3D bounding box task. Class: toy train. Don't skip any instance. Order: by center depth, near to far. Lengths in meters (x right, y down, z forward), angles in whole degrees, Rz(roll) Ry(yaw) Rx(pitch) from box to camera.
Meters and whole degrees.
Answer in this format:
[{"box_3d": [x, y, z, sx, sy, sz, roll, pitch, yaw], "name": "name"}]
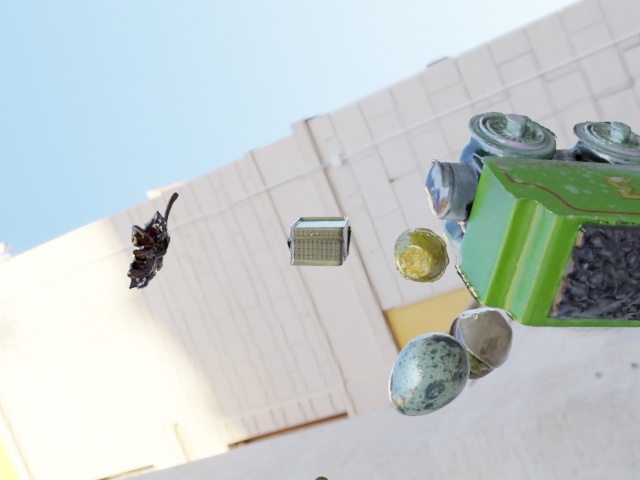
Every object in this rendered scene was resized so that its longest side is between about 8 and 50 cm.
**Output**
[{"box_3d": [0.274, -0.020, 0.995, 0.248, 0.308, 0.173, -112, 29, -55], "name": "toy train"}]

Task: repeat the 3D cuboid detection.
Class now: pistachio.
[{"box_3d": [0.343, 0.221, 2.015, 0.143, 0.144, 0.215, 66, -152, -6], "name": "pistachio"}]

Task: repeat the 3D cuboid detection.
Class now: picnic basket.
[{"box_3d": [0.000, 0.000, 1.899, 0.164, 0.115, 0.079, -50, -41, -77], "name": "picnic basket"}]

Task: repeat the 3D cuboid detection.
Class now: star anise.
[{"box_3d": [-0.351, -0.007, 1.945, 0.177, 0.073, 0.233, 72, -151, -81], "name": "star anise"}]

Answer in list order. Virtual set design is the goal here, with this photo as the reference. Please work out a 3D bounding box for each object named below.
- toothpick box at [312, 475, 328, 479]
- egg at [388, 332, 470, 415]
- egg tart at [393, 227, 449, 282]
[{"box_3d": [-0.004, 0.571, 1.766, 0.190, 0.188, 0.308, 55, 167, 11], "name": "toothpick box"}, {"box_3d": [0.196, 0.247, 1.697, 0.132, 0.172, 0.132, 42, 175, 5], "name": "egg"}, {"box_3d": [0.164, 0.029, 1.548, 0.105, 0.105, 0.039, 63, -149, -12], "name": "egg tart"}]
